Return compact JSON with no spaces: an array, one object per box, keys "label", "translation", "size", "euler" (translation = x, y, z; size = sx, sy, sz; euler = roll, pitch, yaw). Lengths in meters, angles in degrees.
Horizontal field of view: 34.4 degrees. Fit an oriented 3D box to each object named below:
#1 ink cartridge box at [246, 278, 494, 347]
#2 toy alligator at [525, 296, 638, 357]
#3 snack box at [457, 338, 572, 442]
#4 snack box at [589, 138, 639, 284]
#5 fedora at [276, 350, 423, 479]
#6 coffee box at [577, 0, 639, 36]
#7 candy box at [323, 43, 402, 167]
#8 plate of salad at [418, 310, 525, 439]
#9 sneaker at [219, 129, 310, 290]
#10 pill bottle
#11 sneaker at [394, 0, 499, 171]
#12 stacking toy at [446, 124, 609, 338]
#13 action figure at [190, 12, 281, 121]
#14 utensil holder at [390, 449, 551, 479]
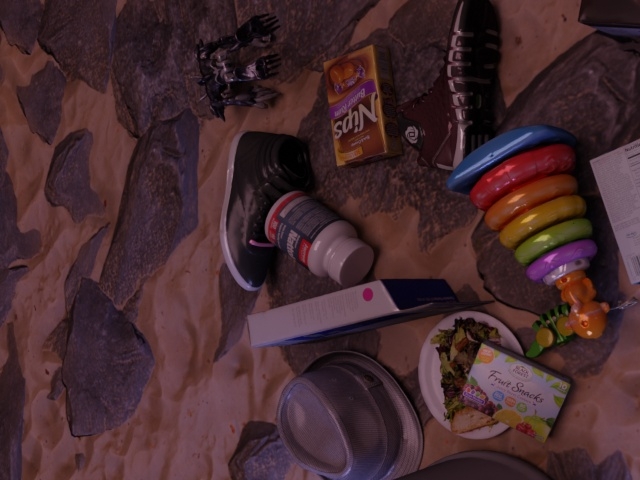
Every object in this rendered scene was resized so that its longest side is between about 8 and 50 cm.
[{"label":"ink cartridge box","translation":[0.073,0.111,1.654],"size":[0.371,0.176,0.069],"euler":[-15,79,39]},{"label":"toy alligator","translation":[0.365,0.108,1.485],"size":[0.190,0.056,0.051],"euler":[-36,67,33]},{"label":"snack box","translation":[0.288,0.222,1.533],"size":[0.141,0.037,0.100],"euler":[24,103,17]},{"label":"snack box","translation":[0.530,-0.079,1.348],"size":[0.322,0.060,0.187],"euler":[-25,74,37]},{"label":"fedora","translation":[0.026,0.315,1.724],"size":[0.275,0.124,0.243],"euler":[52,120,28]},{"label":"coffee box","translation":[0.504,-0.344,1.336],"size":[0.297,0.119,0.168],"euler":[14,99,39]},{"label":"candy box","translation":[0.071,-0.224,1.744],"size":[0.109,0.053,0.186],"euler":[-13,82,39]},{"label":"plate of salad","translation":[0.229,0.209,1.605],"size":[0.200,0.048,0.199],"euler":[-1,89,41]},{"label":"sneaker","translation":[-0.094,-0.059,1.843],"size":[0.147,0.105,0.295],"euler":[-4,82,45]},{"label":"pill bottle","translation":[0.000,0.000,1.762],"size":[0.180,0.108,0.108],"euler":[35,111,35]},{"label":"sneaker","translation":[0.184,-0.243,1.618],"size":[0.163,0.106,0.281],"euler":[6,93,43]},{"label":"stacking toy","translation":[0.326,-0.001,1.454],"size":[0.175,0.166,0.301],"euler":[-32,71,26]},{"label":"action figure","translation":[-0.143,-0.312,1.878],"size":[0.276,0.141,0.164],"euler":[-11,90,66]},{"label":"utensil holder","translation":[0.154,0.474,1.416],"size":[0.328,0.385,0.327],"euler":[-2,86,33]}]
